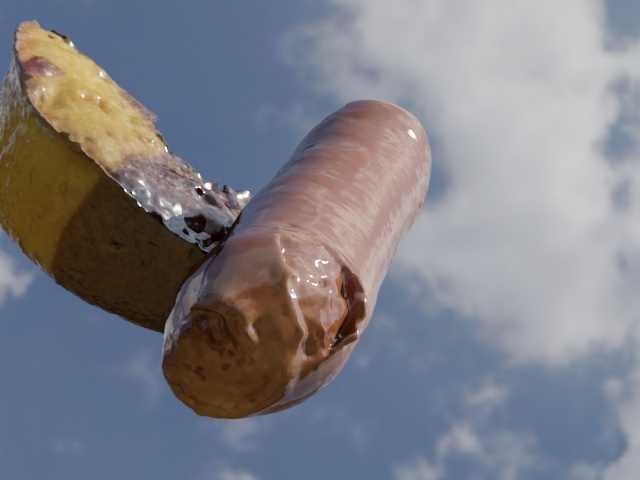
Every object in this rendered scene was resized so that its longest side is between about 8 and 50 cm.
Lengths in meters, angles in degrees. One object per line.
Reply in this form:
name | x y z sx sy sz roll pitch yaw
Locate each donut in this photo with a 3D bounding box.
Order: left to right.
donut | -0.124 -0.010 1.079 0.295 0.151 0.112 36 -68 2

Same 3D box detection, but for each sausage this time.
sausage | 0.000 0.000 0.899 0.094 0.419 0.094 5 -74 9
